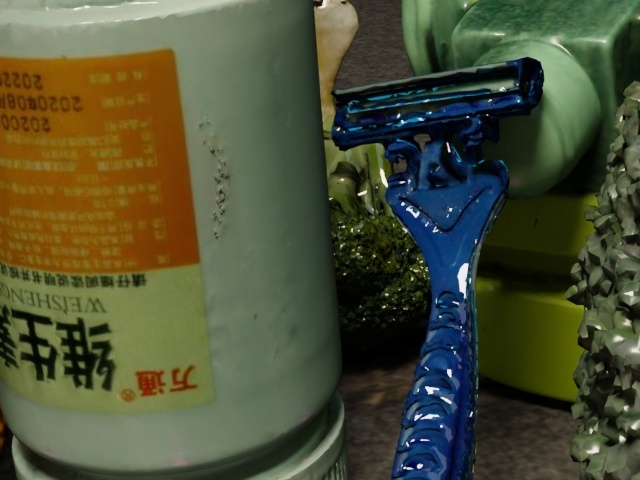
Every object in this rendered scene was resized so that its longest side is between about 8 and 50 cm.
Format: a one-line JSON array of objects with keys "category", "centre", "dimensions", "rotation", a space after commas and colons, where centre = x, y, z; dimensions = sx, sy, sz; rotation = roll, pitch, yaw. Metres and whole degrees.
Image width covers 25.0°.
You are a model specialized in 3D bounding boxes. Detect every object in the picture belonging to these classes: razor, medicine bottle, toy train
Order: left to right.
[{"category": "medicine bottle", "centre": [-0.074, -0.016, 0.624], "dimensions": [0.158, 0.318, 0.158], "rotation": [-3, 23, 1]}, {"category": "razor", "centre": [0.041, 0.078, 0.548], "dimensions": [0.093, 0.056, 0.324], "rotation": [-9, 58, 24]}, {"category": "toy train", "centre": [0.197, -0.102, 0.805], "dimensions": [0.179, 0.272, 0.442], "rotation": [8, 37, 31]}]

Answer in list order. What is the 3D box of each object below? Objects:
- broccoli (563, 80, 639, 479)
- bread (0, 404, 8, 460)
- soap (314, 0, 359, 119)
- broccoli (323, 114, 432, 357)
[{"category": "broccoli", "centre": [0.255, 0.058, 0.437], "dimensions": [0.353, 0.397, 0.275], "rotation": [-37, 0, 26]}, {"category": "bread", "centre": [-0.217, 0.100, 0.690], "dimensions": [0.139, 0.095, 0.269], "rotation": [-4, 9, -2]}, {"category": "soap", "centre": [-0.137, -0.106, 1.055], "dimensions": [0.304, 0.169, 0.338], "rotation": [-7, 15, -6]}, {"category": "broccoli", "centre": [0.000, 0.000, 0.819], "dimensions": [0.146, 0.138, 0.162], "rotation": [26, -14, -38]}]
